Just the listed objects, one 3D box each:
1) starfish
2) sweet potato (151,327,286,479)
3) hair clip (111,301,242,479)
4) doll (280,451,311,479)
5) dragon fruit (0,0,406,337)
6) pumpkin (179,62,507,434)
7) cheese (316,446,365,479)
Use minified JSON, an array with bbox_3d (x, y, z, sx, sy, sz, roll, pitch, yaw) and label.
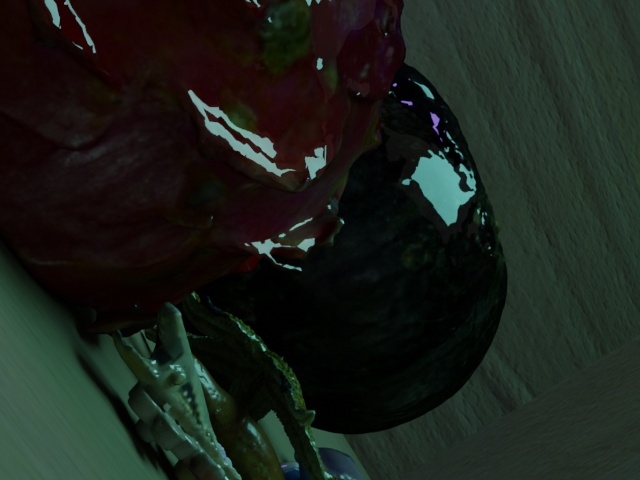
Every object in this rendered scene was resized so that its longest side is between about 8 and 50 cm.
[{"bbox_3d":[-0.054,0.120,0.894,0.208,0.053,0.176,42,-33,22],"label":"starfish"},{"bbox_3d":[-0.076,0.135,0.837,0.195,0.056,0.056,60,-2,-32],"label":"sweet potato"},{"bbox_3d":[-0.078,0.131,0.720,0.062,0.056,0.214,33,-30,48],"label":"hair clip"},{"bbox_3d":[-0.002,0.236,0.917,0.152,0.085,0.114,-147,-119,-65],"label":"doll"},{"bbox_3d":[-0.076,-0.144,0.720,0.371,0.249,0.386,1,79,-71],"label":"dragon fruit"},{"bbox_3d":[0.000,0.000,1.265,0.454,0.344,0.454,56,-17,27],"label":"pumpkin"},{"bbox_3d":[0.039,0.347,1.452,0.189,0.074,0.286,59,-5,29],"label":"cheese"}]
